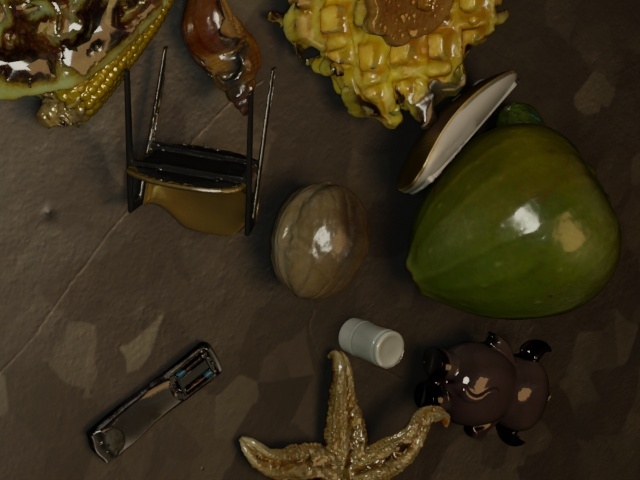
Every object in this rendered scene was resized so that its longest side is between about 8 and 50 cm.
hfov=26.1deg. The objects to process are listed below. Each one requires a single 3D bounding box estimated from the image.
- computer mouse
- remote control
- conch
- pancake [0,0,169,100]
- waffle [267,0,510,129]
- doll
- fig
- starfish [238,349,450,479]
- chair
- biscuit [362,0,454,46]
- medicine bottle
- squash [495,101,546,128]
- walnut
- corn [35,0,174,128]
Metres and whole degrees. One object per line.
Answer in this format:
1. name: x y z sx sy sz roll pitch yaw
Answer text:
1. computer mouse: 0.195 -0.166 2.016 0.056 0.126 0.245 45 73 -6
2. remote control: -0.219 0.214 1.840 0.212 0.028 0.059 -39 124 -26
3. conch: -0.138 -0.271 1.753 0.080 0.086 0.232 -26 109 13
4. pancake: -0.353 -0.300 1.530 0.427 0.067 0.305 -39 102 -15
5. waffle: 0.107 -0.366 1.918 0.382 0.095 0.379 -54 127 -12
6. doll: 0.266 0.234 2.186 0.257 0.117 0.182 8 101 -39
7. fig: 0.273 -0.010 2.026 0.316 0.316 0.316 -11 108 -37
8. starfish: 0.044 0.343 2.018 0.375 0.094 0.327 -35 90 -26
9. chair: -0.150 -0.099 1.708 0.172 0.159 0.247 -55 154 -68
10. biscuit: 0.124 -0.384 1.852 0.184 0.035 0.249 -4 106 -32
11. medicine bottle: 0.075 0.150 2.024 0.057 0.089 0.057 -11 108 -38
12. squash: 0.351 -0.075 2.200 0.087 0.087 0.331 -34 121 -28
13. walnut: -0.001 0.000 1.890 0.140 0.140 0.162 -5 102 -39
14. corn: -0.256 -0.242 1.648 0.097 0.097 0.261 45 72 -37
